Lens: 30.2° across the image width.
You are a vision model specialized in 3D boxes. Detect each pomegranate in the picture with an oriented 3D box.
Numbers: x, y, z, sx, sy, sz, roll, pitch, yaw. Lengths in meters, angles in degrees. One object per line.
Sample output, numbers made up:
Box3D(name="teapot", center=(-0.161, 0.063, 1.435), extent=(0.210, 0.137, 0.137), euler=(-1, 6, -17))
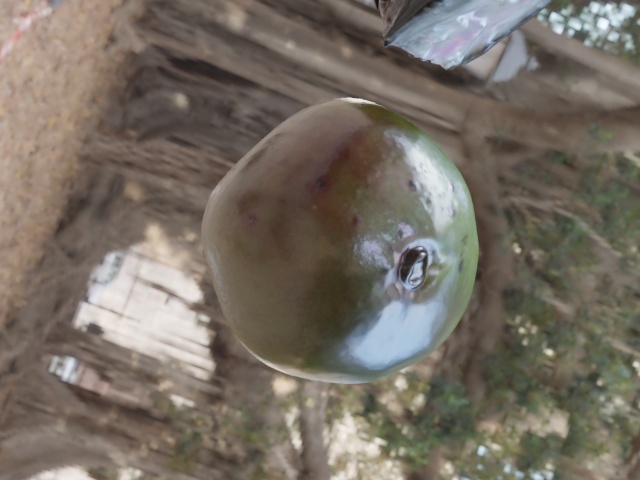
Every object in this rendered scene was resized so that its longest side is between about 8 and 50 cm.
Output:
Box3D(name="pomegranate", center=(0.000, 0.000, 0.766), extent=(0.210, 0.180, 0.180), euler=(8, -104, 59))

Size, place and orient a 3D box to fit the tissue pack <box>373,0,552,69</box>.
Box3D(name="tissue pack", center=(0.130, -0.322, 0.889), extent=(0.245, 0.123, 0.332), euler=(-34, -126, 43))
